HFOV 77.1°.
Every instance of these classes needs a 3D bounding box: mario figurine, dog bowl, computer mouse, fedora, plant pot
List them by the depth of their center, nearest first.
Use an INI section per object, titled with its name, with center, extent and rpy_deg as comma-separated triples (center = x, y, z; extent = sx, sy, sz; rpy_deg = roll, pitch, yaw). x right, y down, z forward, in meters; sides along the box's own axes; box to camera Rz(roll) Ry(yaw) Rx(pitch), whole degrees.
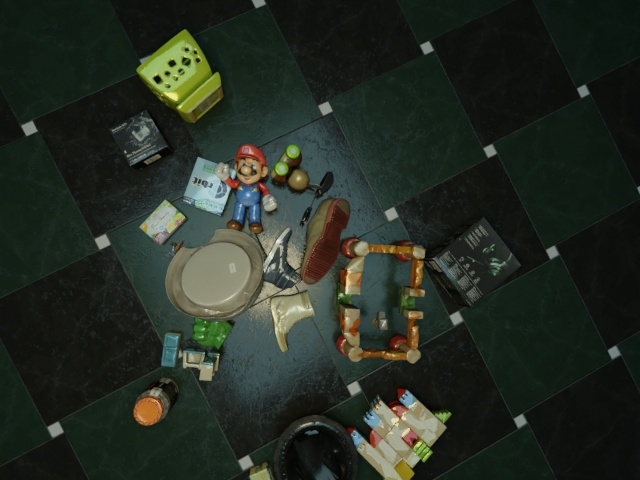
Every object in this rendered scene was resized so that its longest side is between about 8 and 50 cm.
[dog bowl]
center = -0.361, 0.129, 1.429
extent = 0.348, 0.102, 0.349
rpy_deg = -4, 58, 6
[plant pot]
center = -0.484, -0.568, 1.456
extent = 0.227, 0.228, 0.207
rpy_deg = -44, 100, -5
[mario figurine]
center = -0.274, -0.190, 1.471
extent = 0.198, 0.170, 0.321
rpy_deg = -3, 102, -38
[fedora]
center = -0.020, 0.793, 1.486
extent = 0.334, 0.152, 0.334
rpy_deg = 0, 88, -6
[computer mouse]
center = -0.009, -0.159, 1.562
extent = 0.041, 0.071, 0.242
rpy_deg = 29, 87, -14

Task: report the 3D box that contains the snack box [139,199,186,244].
[snack box]
center = -0.592, -0.068, 1.516
extent = 0.100, 0.037, 0.141
rpy_deg = 41, 85, -2

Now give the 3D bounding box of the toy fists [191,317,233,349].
[toy fists]
center = -0.375, 0.265, 1.499
extent = 0.142, 0.096, 0.279
rpy_deg = 31, 87, -2

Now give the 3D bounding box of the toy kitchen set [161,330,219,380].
[toy kitchen set]
center = -0.475, 0.413, 1.447
extent = 0.207, 0.166, 0.122
rpy_deg = 7, 88, -5

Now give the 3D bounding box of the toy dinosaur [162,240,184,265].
[toy dinosaur]
center = -0.553, 0.052, 1.517
extent = 0.090, 0.047, 0.082
rpy_deg = -13, 108, -16

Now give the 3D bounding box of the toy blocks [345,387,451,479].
[toy blocks]
center = 0.273, 0.709, 1.522
extent = 0.261, 0.191, 0.381
rpy_deg = 43, 85, 8

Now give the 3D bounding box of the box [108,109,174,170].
[box]
center = -0.662, -0.369, 1.492
extent = 0.156, 0.093, 0.158
rpy_deg = -30, 90, -6

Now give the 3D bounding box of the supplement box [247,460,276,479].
[supplement box]
center = -0.219, 0.896, 1.512
extent = 0.083, 0.056, 0.083
rpy_deg = -21, 90, -6

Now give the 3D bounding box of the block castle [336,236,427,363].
[block castle]
center = 0.216, 0.219, 1.504
extent = 0.303, 0.213, 0.453
rpy_deg = 3, 90, -9

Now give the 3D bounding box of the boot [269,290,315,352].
[boot]
center = -0.098, 0.308, 1.534
extent = 0.165, 0.077, 0.213
rpy_deg = -11, 86, -8

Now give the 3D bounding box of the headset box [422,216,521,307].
[headset box]
center = 0.595, 0.077, 1.580
extent = 0.283, 0.131, 0.246
rpy_deg = -39, 92, -5

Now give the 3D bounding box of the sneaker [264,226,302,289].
[sneaker]
center = -0.123, 0.077, 1.531
extent = 0.163, 0.086, 0.226
rpy_deg = 29, 88, -1

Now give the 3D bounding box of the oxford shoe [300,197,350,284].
[oxford shoe]
center = 0.000, 0.000, 1.537
extent = 0.123, 0.130, 0.348
rpy_deg = 32, 78, -40

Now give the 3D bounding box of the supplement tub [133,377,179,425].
[supplement tub]
center = -0.580, 0.568, 1.420
extent = 0.117, 0.190, 0.117
rpy_deg = 0, 88, -6

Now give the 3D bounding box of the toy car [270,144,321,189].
[toy car]
center = -0.080, -0.254, 1.522
extent = 0.188, 0.155, 0.149
rpy_deg = 35, 85, -13

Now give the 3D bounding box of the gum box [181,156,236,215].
[gum box]
center = -0.421, -0.204, 1.535
extent = 0.157, 0.041, 0.184
rpy_deg = 20, 87, -5
